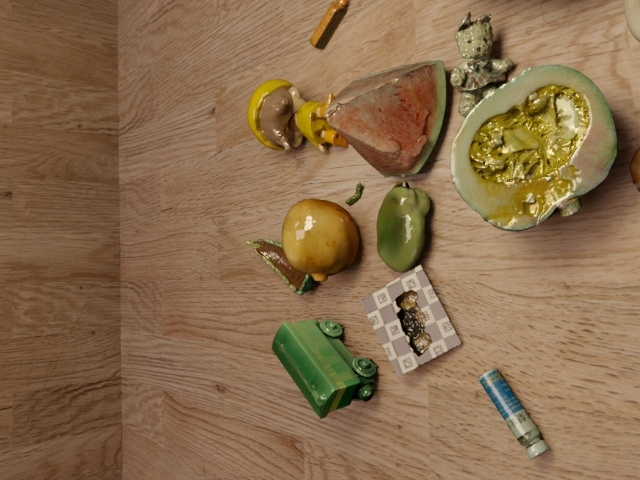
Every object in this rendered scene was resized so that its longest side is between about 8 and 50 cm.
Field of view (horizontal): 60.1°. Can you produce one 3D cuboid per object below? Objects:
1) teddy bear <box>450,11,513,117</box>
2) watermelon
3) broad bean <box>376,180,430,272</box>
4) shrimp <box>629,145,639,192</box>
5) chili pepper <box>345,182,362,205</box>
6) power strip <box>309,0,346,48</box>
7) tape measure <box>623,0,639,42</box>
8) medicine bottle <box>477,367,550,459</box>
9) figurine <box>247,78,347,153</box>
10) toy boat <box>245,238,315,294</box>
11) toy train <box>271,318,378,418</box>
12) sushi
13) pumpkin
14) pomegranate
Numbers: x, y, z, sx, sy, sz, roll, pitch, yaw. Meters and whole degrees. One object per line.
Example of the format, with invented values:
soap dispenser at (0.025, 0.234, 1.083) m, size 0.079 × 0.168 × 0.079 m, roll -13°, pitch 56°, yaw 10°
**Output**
teddy bear at (0.348, -0.379, 1.214) m, size 0.133 × 0.111 × 0.213 m, roll -8°, pitch 93°, yaw 7°
watermelon at (0.131, -0.299, 1.369) m, size 0.250 × 0.292 × 0.283 m, roll -167°, pitch 78°, yaw -78°
broad bean at (0.198, -0.034, 1.382) m, size 0.169 × 0.100 × 0.228 m, roll 2°, pitch 88°, yaw 64°
shrimp at (0.633, -0.113, 0.915) m, size 0.236 × 0.053 × 0.133 m, roll 11°, pitch 96°, yaw 52°
chili pepper at (0.099, -0.129, 1.557) m, size 0.027 × 0.022 × 0.083 m, roll 59°, pitch 134°, yaw 30°
power strip at (0.028, -0.638, 1.625) m, size 0.178 × 0.049 × 0.028 m, roll -52°, pitch 58°, yaw 35°
tape measure at (0.627, -0.421, 0.875) m, size 0.258 × 0.130 × 0.265 m, roll 56°, pitch 134°, yaw 37°
medicine bottle at (0.407, 0.363, 1.172) m, size 0.051 × 0.051 × 0.191 m, roll -53°, pitch 51°, yaw 34°
figurine at (-0.072, -0.370, 1.652) m, size 0.343 × 0.187 × 0.215 m, roll 15°, pitch 113°, yaw 42°
toy boat at (-0.116, 0.067, 1.750) m, size 0.293 × 0.099 × 0.109 m, roll 35°, pitch 116°, yaw 35°
toy train at (0.012, 0.332, 1.517) m, size 0.301 × 0.202 × 0.120 m, roll 47°, pitch 128°, yaw 38°
sushi at (0.229, 0.200, 1.380) m, size 0.192 × 0.050 × 0.215 m, roll -35°, pitch 67°, yaw 25°
pumpkin at (0.409, -0.168, 1.066) m, size 0.292 × 0.197 × 0.264 m, roll -33°, pitch 83°, yaw 26°
pomegranate at (-0.001, -0.007, 1.529) m, size 0.233 × 0.233 × 0.233 m, roll -1°, pitch 89°, yaw 49°
